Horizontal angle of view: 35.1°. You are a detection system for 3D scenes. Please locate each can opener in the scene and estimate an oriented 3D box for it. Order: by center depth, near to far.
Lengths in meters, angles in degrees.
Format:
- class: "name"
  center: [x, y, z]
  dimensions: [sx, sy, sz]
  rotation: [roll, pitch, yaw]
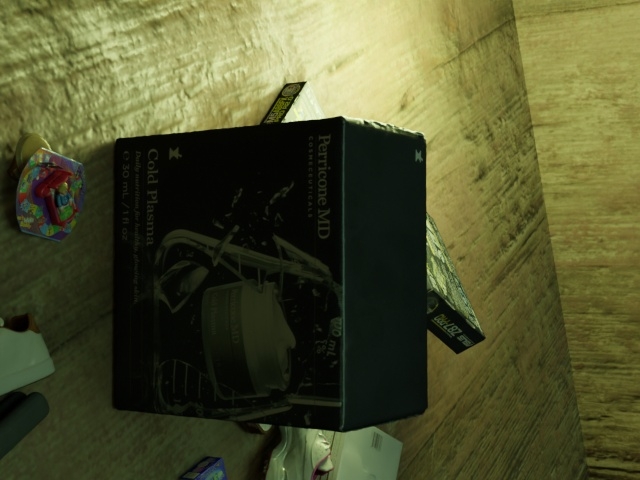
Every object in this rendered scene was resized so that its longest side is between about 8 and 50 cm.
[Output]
- class: "can opener"
  center: [-0.499, 0.295, 1.428]
  dimensions: [0.280, 0.074, 0.093]
  rotation: [-41, 122, -51]

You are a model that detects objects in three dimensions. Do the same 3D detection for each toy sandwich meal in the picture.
- class: "toy sandwich meal"
  center: [-0.449, -0.124, 1.565]
  dimensions: [0.086, 0.029, 0.085]
  rotation: [9, 79, -60]

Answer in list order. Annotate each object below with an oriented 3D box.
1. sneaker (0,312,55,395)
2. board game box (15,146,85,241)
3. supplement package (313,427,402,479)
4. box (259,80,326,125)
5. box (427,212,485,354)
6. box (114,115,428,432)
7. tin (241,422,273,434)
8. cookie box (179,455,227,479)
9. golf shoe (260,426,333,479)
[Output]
- class: "sneaker"
  center: [-0.502, 0.175, 1.419]
  dimensions: [0.290, 0.106, 0.123]
  rotation: [-25, 101, -64]
- class: "board game box"
  center: [-0.408, -0.067, 1.584]
  dimensions: [0.169, 0.033, 0.133]
  rotation: [25, 77, -67]
- class: "supplement package"
  center: [0.046, 0.503, 2.227]
  dimensions: [0.262, 0.145, 0.204]
  rotation: [40, 57, -51]
- class: "box"
  center: [-0.039, -0.174, 2.192]
  dimensions: [0.270, 0.060, 0.216]
  rotation: [61, 42, -36]
- class: "box"
  center: [0.237, 0.043, 2.423]
  dimensions: [0.318, 0.097, 0.394]
  rotation: [43, 23, -51]
- class: "box"
  center: [-0.086, 0.056, 1.723]
  dimensions: [0.297, 0.472, 0.479]
  rotation: [3, 86, -58]
- class: "tin"
  center: [-0.131, 0.316, 2.024]
  dimensions: [0.189, 0.040, 0.106]
  rotation: [64, 32, -50]
- class: "cookie box"
  center: [-0.215, 0.476, 1.908]
  dimensions: [0.092, 0.040, 0.107]
  rotation: [-29, 113, -55]
- class: "golf shoe"
  center: [-0.029, 0.413, 2.096]
  dimensions: [0.115, 0.140, 0.306]
  rotation: [74, 29, -69]
